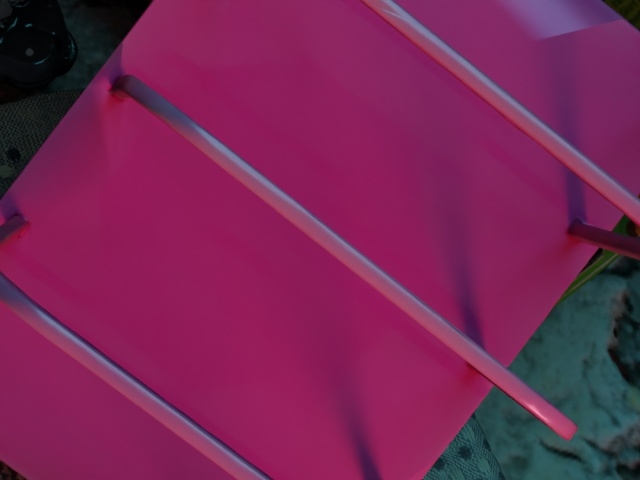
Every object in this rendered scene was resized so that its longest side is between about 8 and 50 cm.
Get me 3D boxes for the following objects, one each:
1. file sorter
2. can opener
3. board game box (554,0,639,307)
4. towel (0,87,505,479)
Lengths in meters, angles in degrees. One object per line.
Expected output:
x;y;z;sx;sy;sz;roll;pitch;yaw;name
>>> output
0.000;0.000;0.597;0.202;0.182;0.291;37;90;-7;file sorter
-0.200;-0.121;0.777;0.186;0.073;0.059;24;60;-7;can opener
0.156;-0.238;0.839;0.356;0.356;0.356;49;39;3;board game box
-0.073;0.074;0.752;0.312;0.056;0.324;-14;73;-34;towel
